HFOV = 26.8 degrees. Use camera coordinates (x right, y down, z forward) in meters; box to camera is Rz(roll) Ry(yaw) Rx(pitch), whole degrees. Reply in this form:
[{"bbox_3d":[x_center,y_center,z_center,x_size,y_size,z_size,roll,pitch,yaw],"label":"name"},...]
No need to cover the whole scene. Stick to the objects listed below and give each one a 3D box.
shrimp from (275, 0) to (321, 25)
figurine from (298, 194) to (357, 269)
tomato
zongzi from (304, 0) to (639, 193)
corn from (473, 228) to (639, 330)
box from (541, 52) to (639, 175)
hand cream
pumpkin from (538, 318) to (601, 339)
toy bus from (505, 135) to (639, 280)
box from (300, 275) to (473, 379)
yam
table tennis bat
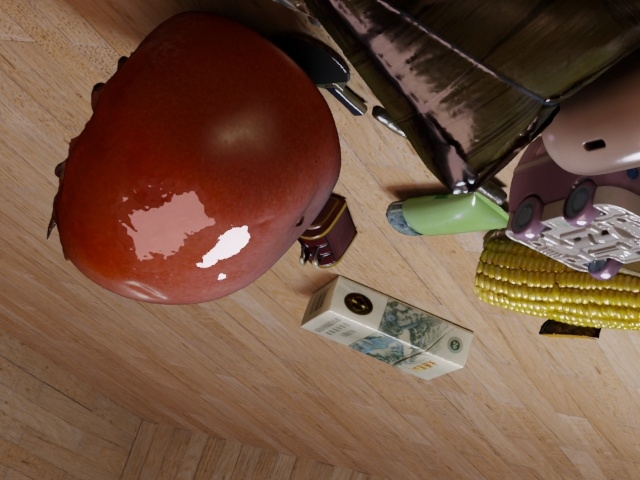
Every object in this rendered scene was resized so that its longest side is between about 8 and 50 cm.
[{"bbox_3d":[-0.060,-0.283,1.290,0.251,0.052,0.143,27,157,-19],"label":"shrimp"},{"bbox_3d":[-0.001,0.000,1.948,0.082,0.098,0.154,10,157,15],"label":"figurine"},{"bbox_3d":[-0.132,-0.075,1.484,0.273,0.341,0.341,30,161,1],"label":"tomato"},{"bbox_3d":[0.154,-0.229,1.183,0.300,0.138,0.286,-31,108,22],"label":"zongzi"},{"bbox_3d":[0.336,0.048,1.743,0.305,0.122,0.123,9,-174,35],"label":"corn"},{"bbox_3d":[0.297,-0.123,1.248,0.200,0.146,0.088,-9,114,57],"label":"box"},{"bbox_3d":[0.167,-0.036,1.769,0.175,0.046,0.095,-8,147,42],"label":"hand cream"},{"bbox_3d":[0.371,0.112,1.931,0.101,0.073,0.035,4,153,45],"label":"pumpkin"},{"bbox_3d":[0.306,-0.051,1.432,0.142,0.142,0.202,27,161,-21],"label":"toy bus"},{"bbox_3d":[0.112,0.154,2.304,0.256,0.069,0.164,23,161,-11],"label":"box"},{"bbox_3d":[0.148,-0.103,1.618,0.234,0.027,0.029,31,-167,-34],"label":"yam"},{"bbox_3d":[0.000,-0.191,1.543,0.095,0.014,0.158,-1,151,44],"label":"table tennis bat"}]
